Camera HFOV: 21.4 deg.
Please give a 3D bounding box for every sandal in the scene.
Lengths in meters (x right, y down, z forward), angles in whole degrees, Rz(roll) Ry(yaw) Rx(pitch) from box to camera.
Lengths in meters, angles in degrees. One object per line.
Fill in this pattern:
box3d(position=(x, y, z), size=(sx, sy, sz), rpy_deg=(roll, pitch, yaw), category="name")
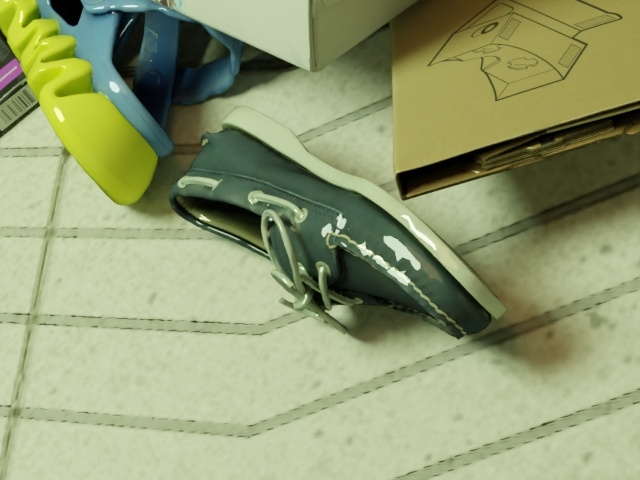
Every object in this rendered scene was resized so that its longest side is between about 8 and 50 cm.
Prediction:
box3d(position=(-0.149, -0.162, 1.140), size=(0.138, 0.126, 0.317), rpy_deg=(-35, 55, -1), category="sandal")

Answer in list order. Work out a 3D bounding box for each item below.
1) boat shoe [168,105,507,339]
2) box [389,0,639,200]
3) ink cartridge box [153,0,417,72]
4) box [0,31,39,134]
box3d(position=(0.000, 0.000, 0.943), size=(0.079, 0.095, 0.254), rpy_deg=(-47, 46, -9), category="boat shoe")
box3d(position=(0.117, -0.105, 0.952), size=(0.164, 0.021, 0.201), rpy_deg=(-17, 33, 13), category="box")
box3d(position=(-0.046, -0.266, 1.025), size=(0.270, 0.197, 0.198), rpy_deg=(27, 46, 28), category="ink cartridge box")
box3d(position=(-0.277, -0.116, 1.234), size=(0.116, 0.029, 0.162), rpy_deg=(-39, 48, -1), category="box")
